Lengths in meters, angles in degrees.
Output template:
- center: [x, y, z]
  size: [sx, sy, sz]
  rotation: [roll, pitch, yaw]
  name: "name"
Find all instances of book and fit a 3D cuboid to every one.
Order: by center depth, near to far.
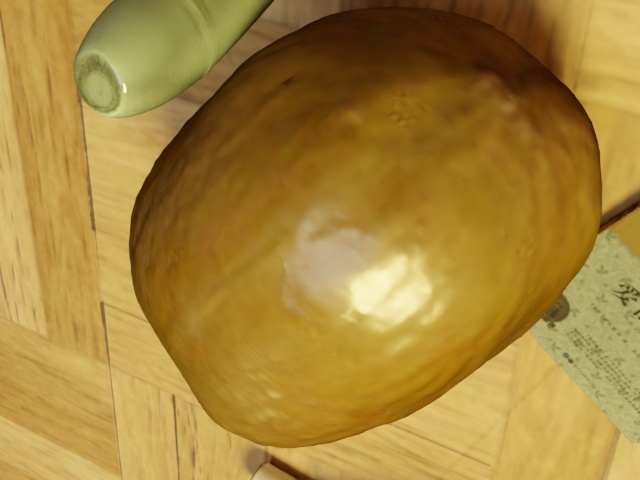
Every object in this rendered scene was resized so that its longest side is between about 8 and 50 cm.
- center: [0.190, 0.033, 0.494]
  size: [0.118, 0.012, 0.172]
  rotation: [47, 133, -1]
  name: "book"

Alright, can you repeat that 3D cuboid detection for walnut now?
- center: [0.000, 0.000, 0.480]
  size: [0.203, 0.203, 0.298]
  rotation: [53, 136, -6]
  name: "walnut"

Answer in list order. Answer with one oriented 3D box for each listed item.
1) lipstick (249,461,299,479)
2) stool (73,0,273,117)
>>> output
- center: [0.009, 0.217, 0.712]
  size: [0.141, 0.040, 0.040]
  rotation: [25, 129, 19]
  name: "lipstick"
- center: [-0.050, -0.191, 0.390]
  size: [0.195, 0.198, 0.195]
  rotation: [50, 133, 0]
  name: "stool"
